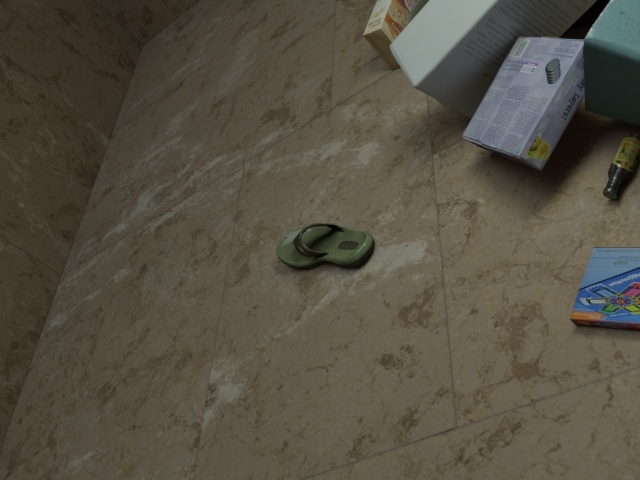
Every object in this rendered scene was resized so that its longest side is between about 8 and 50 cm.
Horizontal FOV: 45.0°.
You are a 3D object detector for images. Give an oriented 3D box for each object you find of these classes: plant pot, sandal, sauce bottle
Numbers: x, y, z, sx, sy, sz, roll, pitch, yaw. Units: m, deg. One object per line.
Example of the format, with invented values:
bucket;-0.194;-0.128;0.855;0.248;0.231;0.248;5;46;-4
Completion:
plant pot;0.627;-0.323;1.317;0.252;0.247;0.248;33;84;27
sandal;0.001;-0.001;1.844;0.303;0.086;0.120;-3;54;47
sauce bottle;0.548;-0.133;1.400;0.042;0.042;0.128;5;62;51

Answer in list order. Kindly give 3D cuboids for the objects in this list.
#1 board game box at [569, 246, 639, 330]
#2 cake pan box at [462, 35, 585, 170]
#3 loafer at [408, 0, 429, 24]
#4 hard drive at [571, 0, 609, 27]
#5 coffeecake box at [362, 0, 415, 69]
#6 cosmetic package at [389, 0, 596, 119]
board game box;0.542;0.076;1.210;0.281;0.027;0.145;0;55;48
cake pan box;0.412;-0.281;1.538;0.245;0.070;0.267;-60;21;6
loafer;0.327;-0.641;2.108;0.087;0.094;0.251;9;64;57
hard drive;0.565;-0.575;1.809;0.172;0.054;0.255;-55;34;-9
coffeecake box;0.209;-0.597;2.154;0.068;0.142;0.185;-9;50;43
cosmetic package;0.394;-0.497;1.660;0.453;0.230;0.161;-45;48;27
